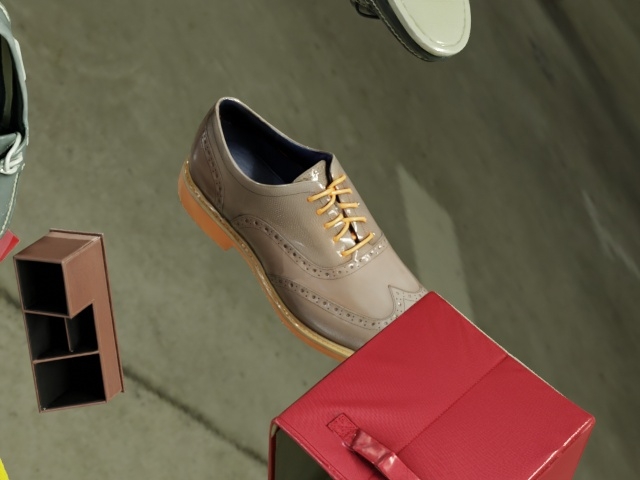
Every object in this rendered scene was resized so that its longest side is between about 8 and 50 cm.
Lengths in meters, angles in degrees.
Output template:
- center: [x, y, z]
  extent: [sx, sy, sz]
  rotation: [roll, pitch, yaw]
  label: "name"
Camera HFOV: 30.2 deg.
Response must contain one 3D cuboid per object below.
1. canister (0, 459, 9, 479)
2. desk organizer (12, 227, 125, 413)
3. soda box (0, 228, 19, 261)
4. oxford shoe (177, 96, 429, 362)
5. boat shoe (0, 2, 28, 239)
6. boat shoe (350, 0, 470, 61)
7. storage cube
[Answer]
- center: [-0.402, 0.263, 1.137]
  extent: [0.170, 0.126, 0.073]
  rotation: [-14, 75, -54]
  label: "canister"
- center: [-0.182, 0.062, 0.863]
  extent: [0.050, 0.047, 0.130]
  rotation: [-44, 135, -58]
  label: "desk organizer"
- center: [-0.518, 0.060, 1.530]
  extent: [0.092, 0.263, 0.083]
  rotation: [30, -15, 38]
  label: "soda box"
- center: [0.000, 0.000, 1.185]
  extent: [0.363, 0.133, 0.130]
  rotation: [39, 50, 15]
  label: "oxford shoe"
- center: [-0.384, -0.118, 1.332]
  extent: [0.116, 0.320, 0.099]
  rotation: [-10, 34, -30]
  label: "boat shoe"
- center: [0.077, -0.336, 1.486]
  extent: [0.127, 0.113, 0.340]
  rotation: [-8, 60, -35]
  label: "boat shoe"
- center: [0.085, 0.198, 1.000]
  extent: [0.183, 0.193, 0.215]
  rotation: [38, -31, 26]
  label: "storage cube"
